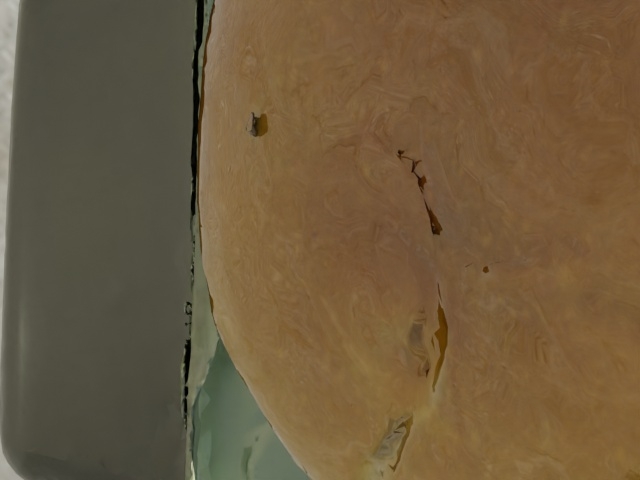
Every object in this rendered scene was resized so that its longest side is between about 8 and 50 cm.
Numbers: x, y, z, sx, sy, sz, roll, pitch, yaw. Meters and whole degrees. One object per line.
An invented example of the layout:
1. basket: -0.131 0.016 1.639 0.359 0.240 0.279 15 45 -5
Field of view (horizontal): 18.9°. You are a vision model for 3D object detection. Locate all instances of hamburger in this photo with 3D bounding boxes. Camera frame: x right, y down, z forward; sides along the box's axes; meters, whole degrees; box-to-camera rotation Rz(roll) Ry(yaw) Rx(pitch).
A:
1. hamburger: 0.113 -0.053 0.402 0.170 0.290 0.314 31 82 -46

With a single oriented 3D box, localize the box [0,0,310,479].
1. box: 0.000 0.000 0.703 0.290 0.166 0.220 16 76 -79
